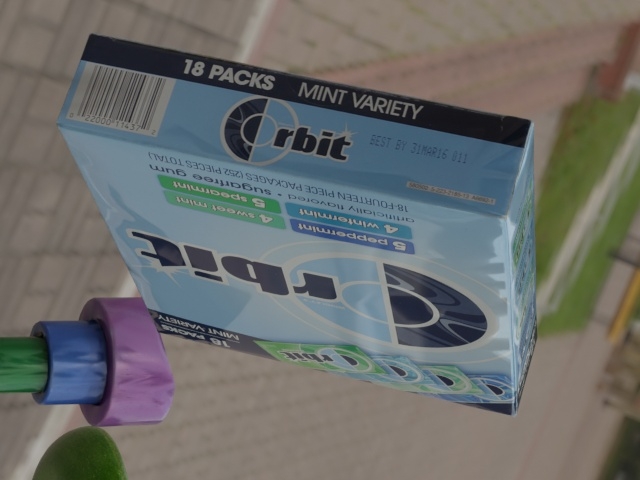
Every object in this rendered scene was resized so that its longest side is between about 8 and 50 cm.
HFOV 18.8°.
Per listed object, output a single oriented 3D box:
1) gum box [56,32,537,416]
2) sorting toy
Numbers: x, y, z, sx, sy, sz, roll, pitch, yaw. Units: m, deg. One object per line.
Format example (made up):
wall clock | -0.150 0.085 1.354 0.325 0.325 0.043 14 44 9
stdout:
gum box | 0.000 0.000 0.718 0.184 0.157 0.041 76 29 -65
sorting toy | -0.180 0.183 1.041 0.127 0.126 0.365 -120 -141 -47
